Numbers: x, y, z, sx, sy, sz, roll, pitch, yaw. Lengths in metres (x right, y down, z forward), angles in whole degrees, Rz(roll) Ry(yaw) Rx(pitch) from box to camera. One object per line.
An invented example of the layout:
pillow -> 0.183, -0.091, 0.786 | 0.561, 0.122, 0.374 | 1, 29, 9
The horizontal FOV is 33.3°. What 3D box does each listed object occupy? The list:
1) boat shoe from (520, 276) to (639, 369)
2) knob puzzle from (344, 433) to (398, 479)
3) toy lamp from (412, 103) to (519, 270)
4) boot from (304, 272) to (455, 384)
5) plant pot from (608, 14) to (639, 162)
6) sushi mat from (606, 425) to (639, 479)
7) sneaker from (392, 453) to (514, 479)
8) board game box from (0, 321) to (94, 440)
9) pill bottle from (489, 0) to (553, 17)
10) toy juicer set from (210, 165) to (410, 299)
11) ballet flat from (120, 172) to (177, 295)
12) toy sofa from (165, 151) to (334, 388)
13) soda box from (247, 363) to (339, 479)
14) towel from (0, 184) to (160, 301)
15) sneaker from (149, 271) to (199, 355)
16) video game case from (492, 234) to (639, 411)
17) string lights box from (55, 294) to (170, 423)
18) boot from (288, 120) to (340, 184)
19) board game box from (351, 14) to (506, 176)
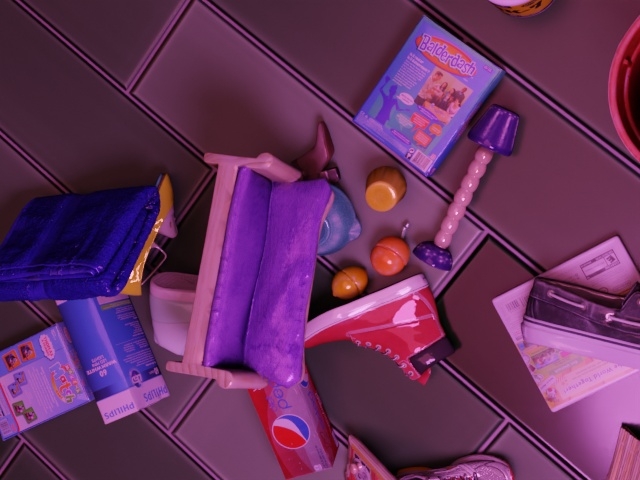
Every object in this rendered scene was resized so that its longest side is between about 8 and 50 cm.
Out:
boat shoe -> 0.469, 0.122, 1.611 | 0.335, 0.121, 0.119 | 8, 101, 19
knob puzzle -> 0.083, 0.448, 1.783 | 0.213, 0.030, 0.213 | 38, 135, 52
toy lamp -> 0.238, -0.087, 1.726 | 0.080, 0.080, 0.275 | 30, 105, 14
boot -> 0.092, 0.178, 1.792 | 0.244, 0.088, 0.176 | -22, 88, 15
plant pot -> 0.555, -0.209, 1.507 | 0.272, 0.265, 0.272 | 2, 95, 19
sushi mat -> 0.459, 0.461, 1.661 | 0.019, 0.151, 0.316 | 12, 99, -17
sneaker -> 0.210, 0.413, 1.764 | 0.225, 0.093, 0.088 | -16, 89, 19
board game box -> -0.544, 0.268, 2.037 | 0.211, 0.039, 0.160 | -25, 86, 19
pill bottle -> 0.292, -0.406, 1.611 | 0.119, 0.208, 0.119 | 1, 94, 19
toy juicer set -> 0.000, 0.000, 1.817 | 0.329, 0.089, 0.209 | -10, 109, 16
ballet flat -> -0.301, -0.005, 1.916 | 0.077, 0.077, 0.231 | 26, 90, -11
toy sofa -> -0.106, 0.050, 1.678 | 0.177, 0.150, 0.362 | 8, 85, 21
soda box -> -0.059, 0.265, 1.812 | 0.092, 0.083, 0.263 | -17, 104, 16
towel -> -0.437, -0.001, 1.866 | 0.308, 0.076, 0.228 | -3, 54, 34
sneaker -> -0.174, 0.145, 1.887 | 0.256, 0.094, 0.151 | 9, 120, 5
video game case -> 0.421, 0.134, 1.706 | 0.227, 0.026, 0.206 | -30, 84, 18
string lights box -> -0.374, 0.184, 1.922 | 0.077, 0.133, 0.260 | -24, 86, 17
boot -> -0.017, -0.136, 1.826 | 0.087, 0.042, 0.118 | -14, 89, 21
board game box -> 0.176, -0.235, 1.749 | 0.160, 0.047, 0.210 | 39, 105, 13
